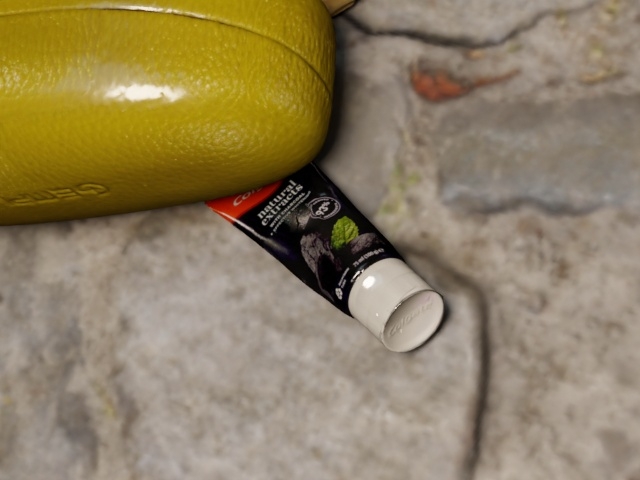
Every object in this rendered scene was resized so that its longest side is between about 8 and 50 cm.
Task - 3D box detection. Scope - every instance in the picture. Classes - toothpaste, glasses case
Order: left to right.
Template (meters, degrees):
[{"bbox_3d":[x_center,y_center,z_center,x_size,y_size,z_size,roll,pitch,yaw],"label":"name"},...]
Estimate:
[{"bbox_3d":[-0.176,-0.086,1.248,0.371,0.173,0.141,-6,62,27],"label":"glasses case"},{"bbox_3d":[0.000,0.000,1.213,0.071,0.045,0.193,-43,48,-2],"label":"toothpaste"}]

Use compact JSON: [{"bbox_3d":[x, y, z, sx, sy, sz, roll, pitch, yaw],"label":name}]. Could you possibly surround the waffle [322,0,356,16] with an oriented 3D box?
[{"bbox_3d":[0.071,-0.328,1.292,0.376,0.114,0.261,-30,57,10],"label":"waffle"}]
